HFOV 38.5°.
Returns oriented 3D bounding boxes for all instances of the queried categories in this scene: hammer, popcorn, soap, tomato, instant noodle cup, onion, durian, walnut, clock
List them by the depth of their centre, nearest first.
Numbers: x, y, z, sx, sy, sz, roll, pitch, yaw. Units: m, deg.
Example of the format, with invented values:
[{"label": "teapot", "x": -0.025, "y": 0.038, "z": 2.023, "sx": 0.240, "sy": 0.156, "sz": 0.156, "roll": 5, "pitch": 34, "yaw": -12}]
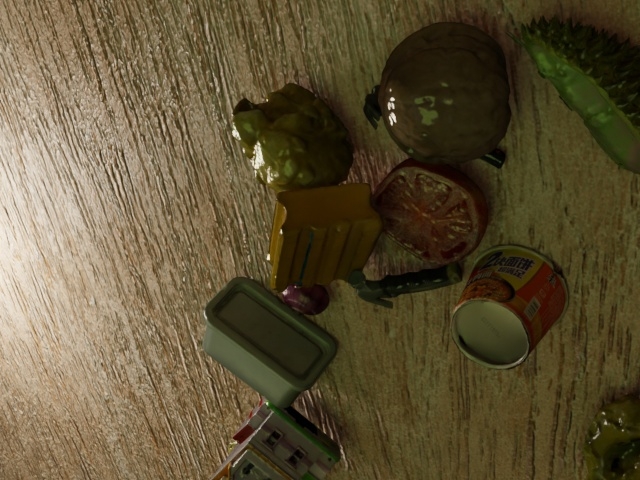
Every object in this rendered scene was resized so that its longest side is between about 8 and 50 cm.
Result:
[{"label": "durian", "x": 0.460, "y": -0.238, "z": 1.502, "sx": 0.355, "sy": 0.157, "sz": 0.169, "roll": 45, "pitch": 140, "yaw": -6}, {"label": "walnut", "x": 0.212, "y": -0.249, "z": 1.584, "sx": 0.248, "sy": 0.248, "sz": 0.248, "roll": 16, "pitch": 126, "yaw": 23}, {"label": "hammer", "x": 0.213, "y": -0.207, "z": 1.729, "sx": 0.288, "sy": 0.111, "sz": 0.033, "roll": 24, "pitch": 129, "yaw": 6}, {"label": "instant noodle cup", "x": 0.359, "y": 0.139, "z": 1.795, "sx": 0.213, "sy": 0.174, "sz": 0.213, "roll": 17, "pitch": 127, "yaw": 24}, {"label": "tomato", "x": 0.218, "y": -0.068, "z": 1.805, "sx": 0.237, "sy": 0.095, "sz": 0.236, "roll": 15, "pitch": 129, "yaw": 20}, {"label": "popcorn", "x": -0.063, "y": -0.186, "z": 1.820, "sx": 0.266, "sy": 0.233, "sz": 0.192, "roll": 28, "pitch": 142, "yaw": -21}, {"label": "soap", "x": 0.000, "y": 0.000, "z": 1.855, "sx": 0.324, "sy": 0.204, "sz": 0.096, "roll": 108, "pitch": 154, "yaw": -66}, {"label": "hammer", "x": 0.187, "y": 0.088, "z": 1.926, "sx": 0.227, "sy": 0.041, "sz": 0.159, "roll": -14, "pitch": 153, "yaw": 22}, {"label": "onion", "x": -0.033, "y": 0.121, "z": 2.093, "sx": 0.115, "sy": 0.115, "sz": 0.104, "roll": 14, "pitch": 81, "yaw": 25}, {"label": "clock", "x": -0.138, "y": 0.571, "z": 2.301, "sx": 0.235, "sy": 0.166, "sz": 0.309, "roll": 40, "pitch": 91, "yaw": -3}]

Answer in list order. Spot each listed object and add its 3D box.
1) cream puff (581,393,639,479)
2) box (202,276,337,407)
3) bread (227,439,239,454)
[{"label": "cream puff", "x": 0.644, "y": 0.440, "z": 1.808, "sx": 0.282, "sy": 0.185, "sz": 0.281, "roll": 15, "pitch": 127, "yaw": 20}, {"label": "box", "x": -0.140, "y": 0.257, "z": 2.202, "sx": 0.312, "sy": 0.175, "sz": 0.182, "roll": 36, "pitch": 140, "yaw": 7}, {"label": "bread", "x": -0.149, "y": 0.613, "z": 2.472, "sx": 0.140, "sy": 0.106, "sz": 0.236, "roll": -7, "pitch": 115, "yaw": 37}]
